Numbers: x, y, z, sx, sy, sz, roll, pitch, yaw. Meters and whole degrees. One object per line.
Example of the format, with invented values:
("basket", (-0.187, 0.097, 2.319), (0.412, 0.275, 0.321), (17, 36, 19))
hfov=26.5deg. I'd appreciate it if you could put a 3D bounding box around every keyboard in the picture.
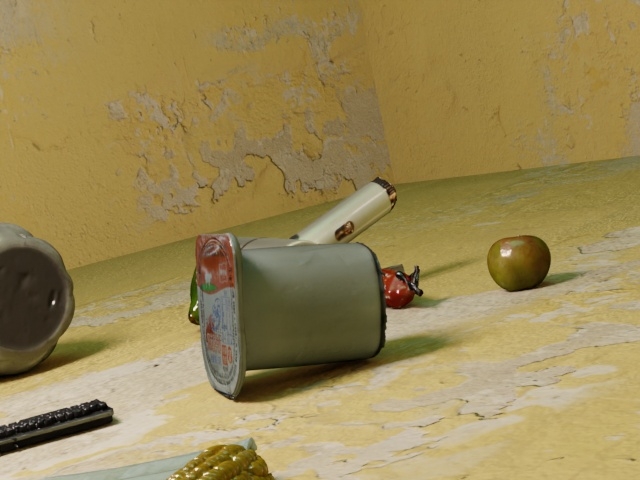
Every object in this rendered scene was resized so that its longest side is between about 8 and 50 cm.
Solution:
("keyboard", (-0.351, 0.221, 1.541), (0.230, 0.025, 0.094), (-14, 3, -19))

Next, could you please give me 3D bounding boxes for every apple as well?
("apple", (0.277, 0.030, 1.892), (0.090, 0.074, 0.089), (-10, 4, 1))

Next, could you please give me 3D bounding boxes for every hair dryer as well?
("hair dryer", (0.000, 0.000, 2.069), (0.362, 0.128, 0.203), (-36, 22, -31))

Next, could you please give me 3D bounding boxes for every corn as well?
("corn", (-0.096, 0.203, 0.933), (0.080, 0.080, 0.238), (-9, 9, 24))

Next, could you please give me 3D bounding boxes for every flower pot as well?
("flower pot", (-0.502, 0.093, 2.075), (0.246, 0.246, 0.195), (-16, 5, -39))

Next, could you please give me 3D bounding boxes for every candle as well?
("candle", (0.084, 0.068, 2.004), (0.084, 0.059, 0.302), (-26, 8, -16))

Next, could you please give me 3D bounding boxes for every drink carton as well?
("drink carton", (-0.039, 0.081, 1.595), (0.190, 0.191, 0.185), (-4, -1, -23))

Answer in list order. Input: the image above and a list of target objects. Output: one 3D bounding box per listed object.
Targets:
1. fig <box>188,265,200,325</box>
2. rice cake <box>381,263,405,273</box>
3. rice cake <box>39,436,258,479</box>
("fig", (-0.163, 0.077, 2.149), (0.156, 0.123, 0.123), (-32, 17, -39))
("rice cake", (0.040, 0.071, 2.176), (0.208, 0.033, 0.033), (-12, 7, -7))
("rice cake", (-0.165, 0.215, 1.144), (0.211, 0.038, 0.124), (-11, 5, 13))
